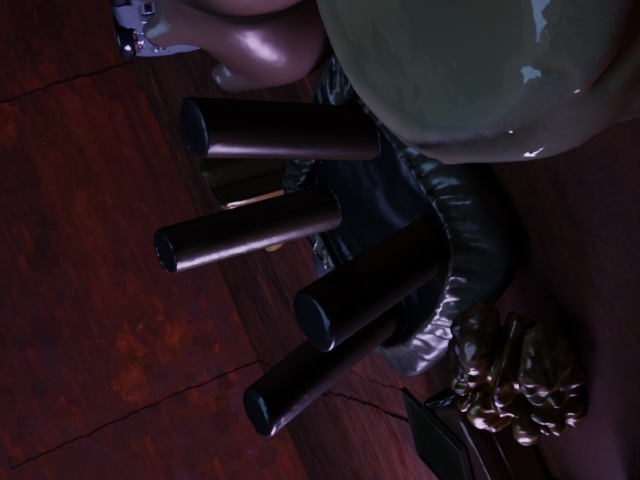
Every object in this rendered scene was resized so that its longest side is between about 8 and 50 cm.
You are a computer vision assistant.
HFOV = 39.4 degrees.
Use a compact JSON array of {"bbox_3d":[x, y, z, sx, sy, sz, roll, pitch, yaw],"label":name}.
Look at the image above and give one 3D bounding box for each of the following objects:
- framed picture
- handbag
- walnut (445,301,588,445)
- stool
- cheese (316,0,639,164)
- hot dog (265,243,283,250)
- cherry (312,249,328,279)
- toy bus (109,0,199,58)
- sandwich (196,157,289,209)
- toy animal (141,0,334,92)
[{"bbox_3d":[0.142,0.253,1.071,0.149,0.011,0.109,40,150,60],"label":"framed picture"},{"bbox_3d":[0.185,0.245,1.064,0.193,0.072,0.151,138,109,-77],"label":"handbag"},{"bbox_3d":[0.174,0.132,0.832,0.143,0.069,0.170,16,143,29],"label":"walnut"},{"bbox_3d":[0.000,0.000,0.913,0.310,0.226,0.310,56,148,20],"label":"stool"},{"bbox_3d":[0.096,-0.170,0.537,0.266,0.127,0.233,9,123,56],"label":"cheese"},{"bbox_3d":[-0.086,-0.076,1.576,0.269,0.072,0.109,90,155,-55],"label":"hot dog"},{"bbox_3d":[0.071,0.053,1.144,0.148,0.115,0.188,-27,94,38],"label":"cherry"},{"bbox_3d":[-0.247,-0.429,1.383,0.287,0.194,0.232,106,147,-69],"label":"toy bus"},{"bbox_3d":[-0.079,-0.068,1.339,0.117,0.187,0.144,58,158,35],"label":"sandwich"},{"bbox_3d":[-0.062,-0.278,0.882,0.237,0.269,0.326,63,-162,19],"label":"toy animal"}]
